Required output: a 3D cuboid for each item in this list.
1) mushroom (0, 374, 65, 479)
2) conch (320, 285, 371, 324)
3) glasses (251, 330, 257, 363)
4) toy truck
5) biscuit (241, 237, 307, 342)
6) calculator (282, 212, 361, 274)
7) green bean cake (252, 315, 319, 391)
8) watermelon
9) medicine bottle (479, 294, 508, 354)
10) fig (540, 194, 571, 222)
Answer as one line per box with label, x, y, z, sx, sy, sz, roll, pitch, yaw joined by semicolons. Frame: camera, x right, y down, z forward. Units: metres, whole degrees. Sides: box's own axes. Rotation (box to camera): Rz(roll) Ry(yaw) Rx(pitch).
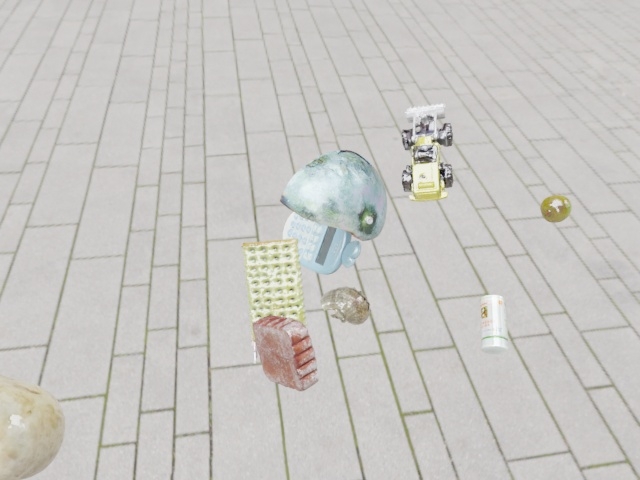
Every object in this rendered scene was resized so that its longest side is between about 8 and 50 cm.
mushroom;-0.374;0.214;0.584;0.167;0.166;0.127;11;72;9
conch;0.073;0.215;1.702;0.156;0.129;0.207;9;13;34
glasses;-0.157;0.273;1.603;0.096;0.162;0.255;12;14;3
toy truck;0.275;-0.238;1.363;0.137;0.111;0.285;-4;74;16
biscuit;-0.106;0.115;1.194;0.139;0.231;0.016;-5;1;12
calculator;0.000;0.000;1.598;0.303;0.188;0.042;24;6;36
green bean cake;-0.067;0.214;1.022;0.056;0.135;0.135;-21;15;-36
watermelon;0.084;-0.118;1.390;0.322;0.188;0.175;-1;33;-41
medicine bottle;0.574;0.278;1.748;0.086;0.086;0.183;6;59;3
fig;0.627;-0.087;1.391;0.088;0.073;0.074;-25;49;-24
